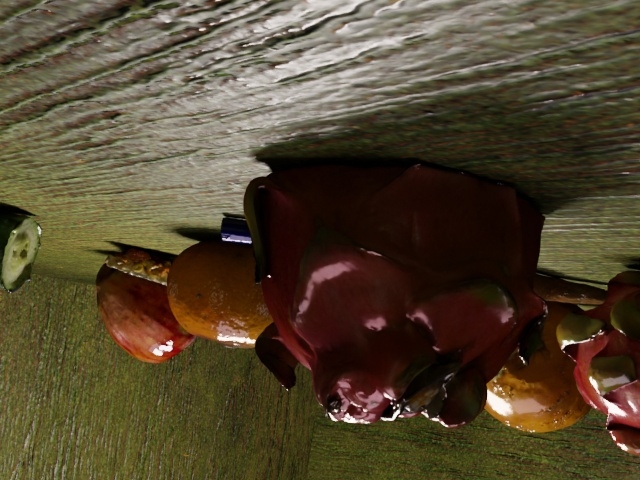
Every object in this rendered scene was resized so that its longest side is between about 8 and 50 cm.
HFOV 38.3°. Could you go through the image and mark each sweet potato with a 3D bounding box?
[{"bbox_3d":[0.330,0.071,1.324,0.214,0.050,0.050,7,173,-20],"label":"sweet potato"}]

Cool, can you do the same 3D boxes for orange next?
[{"bbox_3d":[-0.141,0.090,1.505,0.224,0.170,0.224,9,170,2],"label":"orange"},{"bbox_3d":[0.367,0.207,1.573,0.240,0.240,0.240,8,172,1],"label":"orange"}]

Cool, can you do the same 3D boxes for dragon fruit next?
[{"bbox_3d":[0.065,0.061,0.886,0.305,0.225,0.305,6,172,1],"label":"dragon fruit"},{"bbox_3d":[0.426,0.152,1.149,0.243,0.227,0.307,9,176,31],"label":"dragon fruit"}]

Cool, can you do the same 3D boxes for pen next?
[{"bbox_3d":[0.000,0.000,1.211,0.269,0.033,0.033,7,172,9],"label":"pen"}]

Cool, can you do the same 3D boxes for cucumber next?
[{"bbox_3d":[-0.594,-0.008,1.517,0.244,0.134,0.134,17,173,6],"label":"cucumber"}]

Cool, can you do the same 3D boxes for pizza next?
[{"bbox_3d":[-0.349,0.049,1.851,0.201,0.053,0.193,18,177,20],"label":"pizza"}]

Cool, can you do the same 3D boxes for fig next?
[{"bbox_3d":[-0.366,0.145,2.021,0.263,0.224,0.224,23,178,23],"label":"fig"}]
